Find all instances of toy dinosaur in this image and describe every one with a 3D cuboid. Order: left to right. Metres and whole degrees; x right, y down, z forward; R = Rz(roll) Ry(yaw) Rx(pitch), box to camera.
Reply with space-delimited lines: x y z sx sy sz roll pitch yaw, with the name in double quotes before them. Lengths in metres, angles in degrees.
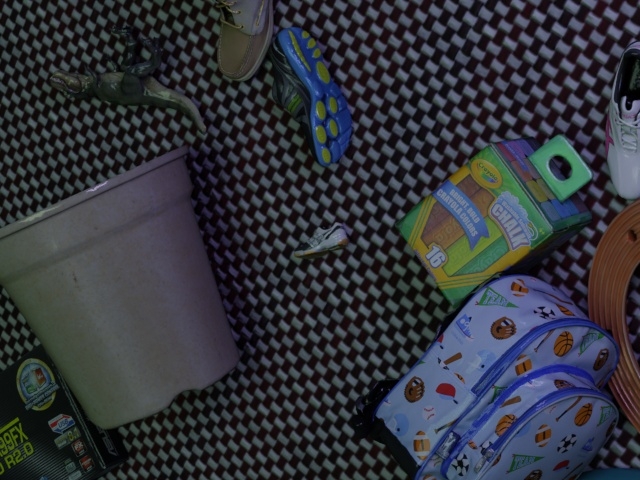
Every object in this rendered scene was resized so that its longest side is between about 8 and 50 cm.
"toy dinosaur" -0.263 -0.236 2.014 0.268 0.064 0.118 16 112 27

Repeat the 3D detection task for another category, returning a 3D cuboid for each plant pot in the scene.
"plant pot" -0.271 0.076 1.931 0.333 0.334 0.305 -20 96 33

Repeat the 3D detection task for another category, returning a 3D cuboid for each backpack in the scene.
"backpack" 0.217 0.177 1.648 0.213 0.276 0.263 37 103 35

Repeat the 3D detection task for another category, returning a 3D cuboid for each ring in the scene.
"ring" 0.422 0.107 1.568 0.336 0.032 0.337 33 131 48

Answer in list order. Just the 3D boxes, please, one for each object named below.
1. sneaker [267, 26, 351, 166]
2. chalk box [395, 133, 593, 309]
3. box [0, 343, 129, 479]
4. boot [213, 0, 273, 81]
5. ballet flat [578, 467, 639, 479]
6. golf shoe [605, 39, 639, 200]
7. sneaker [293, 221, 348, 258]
"sneaker" -0.017 -0.186 1.869 0.078 0.067 0.188 -28 83 53
"chalk box" 0.224 -0.036 1.688 0.213 0.132 0.132 -43 75 29
"box" -0.444 0.303 2.200 0.270 0.060 0.216 -33 79 31
"boot" -0.127 -0.313 1.850 0.077 0.165 0.213 23 107 29
"ballet flat" 0.400 0.305 1.665 0.206 0.073 0.067 -6 108 36
"golf shoe" 0.354 -0.136 1.621 0.067 0.086 0.186 8 102 30
"sneaker" 0.000 0.000 1.899 0.083 0.032 0.037 -19 73 28
